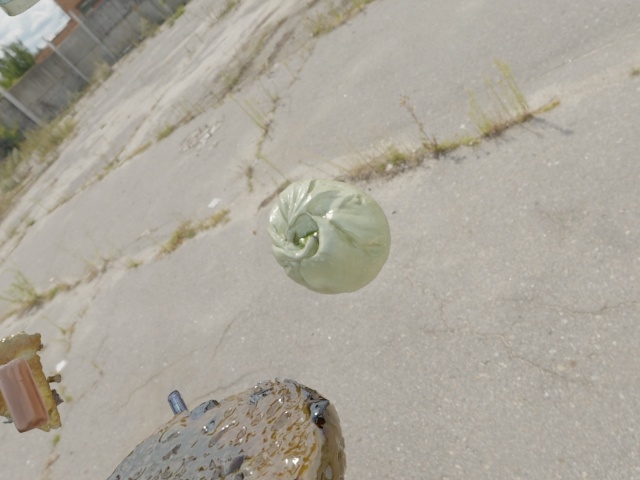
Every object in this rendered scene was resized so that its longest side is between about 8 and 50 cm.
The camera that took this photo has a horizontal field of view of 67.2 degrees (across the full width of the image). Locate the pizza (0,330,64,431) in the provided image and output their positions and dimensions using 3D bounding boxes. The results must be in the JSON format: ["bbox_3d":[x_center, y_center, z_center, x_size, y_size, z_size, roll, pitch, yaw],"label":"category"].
[{"bbox_3d":[-0.529,0.263,0.852,0.069,0.194,0.154,-14,25,43],"label":"pizza"}]

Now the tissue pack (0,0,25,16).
[{"bbox_3d":[-0.766,-0.768,1.252,0.331,0.205,0.405,-44,34,-8],"label":"tissue pack"}]

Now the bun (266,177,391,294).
[{"bbox_3d":[0.000,0.000,0.965,0.259,0.260,0.160,-15,5,38],"label":"bun"}]

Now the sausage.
[{"bbox_3d":[-0.335,0.174,0.541,0.034,0.083,0.034,-26,-8,-4],"label":"sausage"}]

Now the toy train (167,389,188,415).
[{"bbox_3d":[-0.182,0.221,0.625,0.017,0.017,0.083,-41,40,-12],"label":"toy train"}]

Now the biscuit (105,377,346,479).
[{"bbox_3d":[-0.105,0.242,0.445,0.295,0.075,0.296,-27,14,7],"label":"biscuit"}]
